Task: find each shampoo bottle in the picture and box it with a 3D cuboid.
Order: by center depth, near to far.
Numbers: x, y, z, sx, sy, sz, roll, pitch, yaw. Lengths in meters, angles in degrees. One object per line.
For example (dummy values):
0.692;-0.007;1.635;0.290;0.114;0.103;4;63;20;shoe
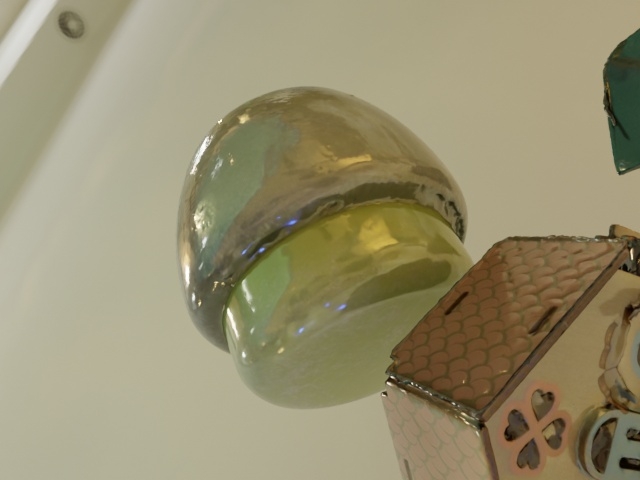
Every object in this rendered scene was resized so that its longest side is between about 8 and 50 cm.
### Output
0.000;0.000;0.660;0.322;0.322;0.317;-36;-129;17;shampoo bottle

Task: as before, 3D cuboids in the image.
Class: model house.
0.181;0.120;0.425;0.169;0.244;0.326;11;-96;69;model house

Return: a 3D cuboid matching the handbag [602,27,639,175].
0.468;-0.211;0.613;0.326;0.089;0.238;-34;-150;47;handbag
